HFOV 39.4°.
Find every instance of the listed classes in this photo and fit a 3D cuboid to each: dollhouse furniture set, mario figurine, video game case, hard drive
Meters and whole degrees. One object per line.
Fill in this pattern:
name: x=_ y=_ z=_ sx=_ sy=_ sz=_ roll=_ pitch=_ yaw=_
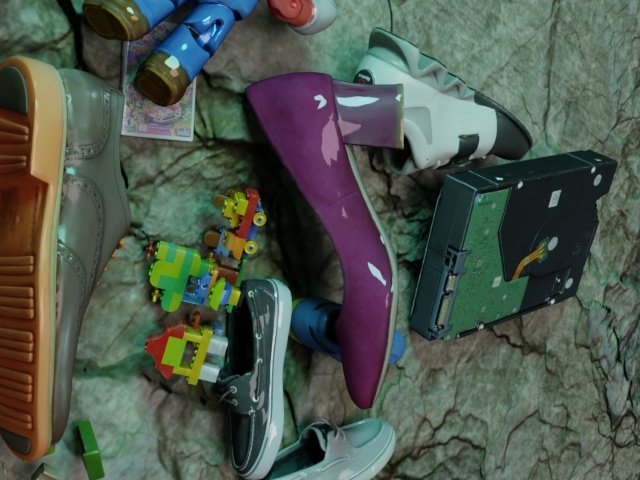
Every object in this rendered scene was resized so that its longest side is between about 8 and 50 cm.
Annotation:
dollhouse furniture set: x=-0.292 y=0.223 z=0.869 sx=0.151 sy=0.058 sz=0.076 roll=-16 pitch=114 yaw=-19
mario figurine: x=-0.095 y=-0.283 z=0.936 sx=0.320 sy=0.170 sz=0.198 roll=-45 pitch=154 yaw=-21
video game case: x=-0.169 y=-0.168 z=0.936 sx=0.087 sy=0.011 sz=0.122 roll=0 pitch=95 yaw=-41
hard drive: x=0.279 y=0.001 z=1.277 sx=0.339 sy=0.064 sz=0.237 roll=-14 pitch=123 yaw=-40

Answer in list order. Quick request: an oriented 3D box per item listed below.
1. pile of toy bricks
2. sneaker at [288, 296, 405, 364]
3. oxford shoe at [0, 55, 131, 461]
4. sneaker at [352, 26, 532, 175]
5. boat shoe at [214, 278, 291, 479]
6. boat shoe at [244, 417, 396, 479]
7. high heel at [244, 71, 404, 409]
pile of toy bricks: x=-0.136 y=0.033 z=0.946 sx=0.105 sy=0.118 sz=0.212 roll=16 pitch=102 yaw=-14
sneaker: x=0.050 y=0.124 z=1.121 sx=0.209 sy=0.082 sz=0.069 roll=24 pitch=78 yaw=-42
oxford shoe: x=-0.235 y=0.020 z=0.829 sx=0.132 sy=0.130 sz=0.364 roll=1 pitch=95 yaw=-48
sneaker: x=0.148 y=-0.145 z=1.166 sx=0.330 sy=0.122 sz=0.146 roll=20 pitch=100 yaw=-42
boat shoe: x=-0.085 y=0.154 z=1.009 sx=0.076 sy=0.080 sz=0.229 roll=10 pitch=87 yaw=-36
boat shoe: x=0.003 y=0.267 z=1.098 sx=0.227 sy=0.079 sz=0.081 roll=-25 pitch=116 yaw=-33
high heel: x=0.000 y=0.000 z=1.018 sx=0.127 sy=0.181 sz=0.377 roll=49 pitch=43 yaw=-85
